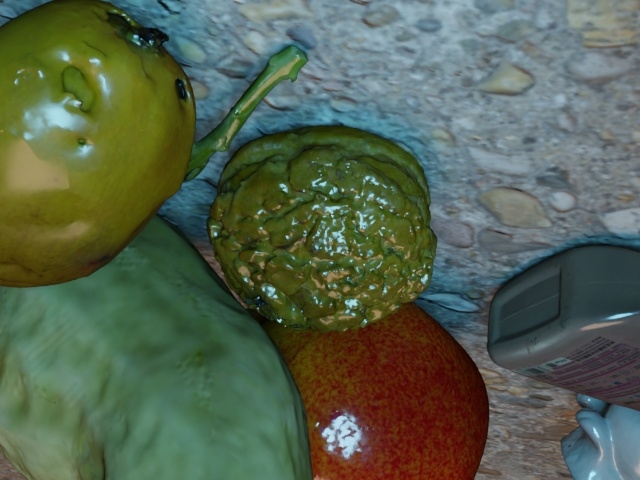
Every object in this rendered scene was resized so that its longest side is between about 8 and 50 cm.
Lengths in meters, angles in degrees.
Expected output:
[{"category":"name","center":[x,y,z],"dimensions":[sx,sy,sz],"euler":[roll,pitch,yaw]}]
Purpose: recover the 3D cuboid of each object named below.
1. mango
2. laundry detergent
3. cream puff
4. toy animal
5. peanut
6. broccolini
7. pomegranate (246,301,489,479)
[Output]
[{"category":"mango","center":[-0.173,-0.045,0.602],"dimensions":[0.249,0.151,0.156],"euler":[-21,174,41]},{"category":"laundry detergent","center":[0.265,0.079,0.778],"dimensions":[0.237,0.076,0.171],"euler":[20,151,-20]},{"category":"cream puff","center":[0.000,0.000,0.671],"dimensions":[0.150,0.115,0.165],"euler":[18,154,-6]},{"category":"toy animal","center":[0.323,0.162,0.918],"dimensions":[0.221,0.130,0.104],"euler":[-34,164,22]},{"category":"peanut","center":[-0.121,0.108,0.694],"dimensions":[0.192,0.387,0.169],"euler":[-27,138,-18]},{"category":"broccolini","center":[-0.070,-0.062,0.646],"dimensions":[0.054,0.052,0.194],"euler":[24,150,-33]},{"category":"pomegranate","center":[0.015,0.134,0.845],"dimensions":[0.257,0.221,0.221],"euler":[31,171,40]}]
